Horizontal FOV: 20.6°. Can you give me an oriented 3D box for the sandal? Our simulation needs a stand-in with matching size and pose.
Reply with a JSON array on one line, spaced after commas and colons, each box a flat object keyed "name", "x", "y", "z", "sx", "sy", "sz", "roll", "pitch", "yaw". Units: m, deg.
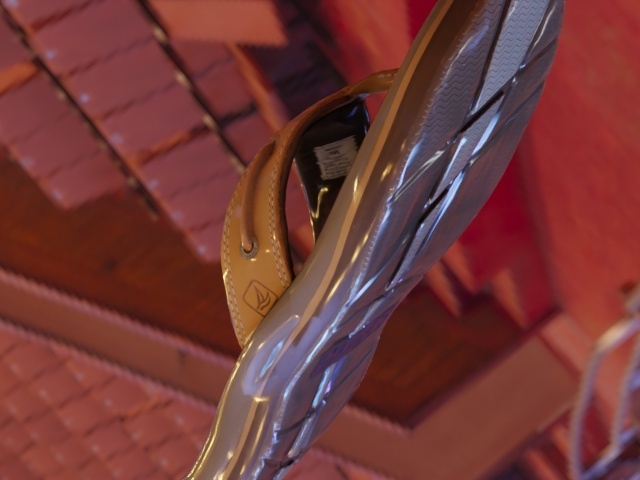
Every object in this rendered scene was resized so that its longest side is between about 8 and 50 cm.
[{"name": "sandal", "x": 0.000, "y": 0.000, "z": 0.441, "sx": 0.049, "sy": 0.180, "sz": 0.072, "roll": 39, "pitch": -147, "yaw": 14}]
